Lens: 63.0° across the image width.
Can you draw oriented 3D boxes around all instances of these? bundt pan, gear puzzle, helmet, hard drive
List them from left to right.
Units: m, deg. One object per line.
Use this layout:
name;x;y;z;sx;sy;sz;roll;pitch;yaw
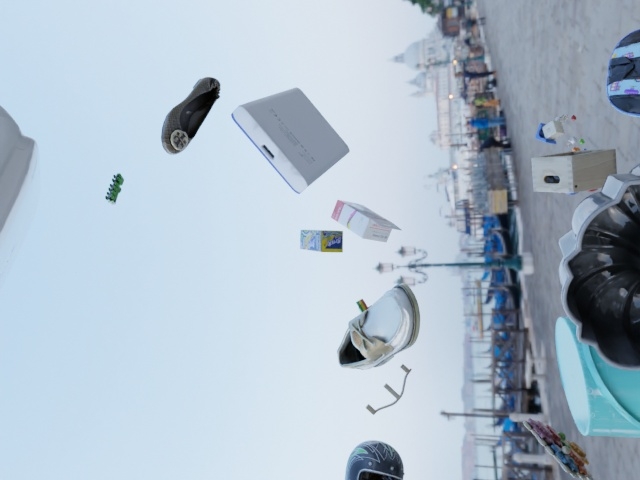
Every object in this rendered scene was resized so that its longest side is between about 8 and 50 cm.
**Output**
hard drive;-0.053;-0.238;1.181;0.210;0.040;0.319;49;-152;-5
helmet;0.150;0.633;1.434;0.162;0.169;0.169;-67;-17;1
gear puzzle;0.690;0.579;1.449;0.338;0.044;0.175;31;-166;-44
bundt pan;0.496;0.026;0.738;0.124;0.330;0.331;-70;-26;-67

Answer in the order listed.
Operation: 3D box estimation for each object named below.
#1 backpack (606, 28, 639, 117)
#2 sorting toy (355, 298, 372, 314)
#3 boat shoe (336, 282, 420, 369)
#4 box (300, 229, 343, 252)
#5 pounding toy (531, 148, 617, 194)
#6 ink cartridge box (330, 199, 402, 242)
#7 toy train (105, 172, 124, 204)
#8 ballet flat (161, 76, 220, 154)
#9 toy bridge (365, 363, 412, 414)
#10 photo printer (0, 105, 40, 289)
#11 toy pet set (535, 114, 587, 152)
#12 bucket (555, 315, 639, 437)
backpack;0.538;-0.248;0.796;0.116;0.173;0.159;11;-95;-56
sorting toy;0.178;0.278;1.654;0.132;0.046;0.275;59;176;29
boat shoe;0.116;0.200;1.099;0.302;0.103;0.113;108;143;-50
box;0.000;0.000;1.315;0.169;0.059;0.054;-173;85;-70
pounding toy;0.513;-0.129;1.067;0.141;0.130;0.100;-160;61;-71
ink cartridge box;0.139;-0.052;1.590;0.115;0.198;0.067;8;-70;-42
toy train;-0.400;-0.100;1.017;0.083;0.017;0.024;-95;-11;-45
ballet flat;-0.298;-0.301;1.236;0.084;0.058;0.250;67;-143;-46
toy bridge;0.226;0.476;1.645;0.188;0.063;0.026;-47;-10;-8
photo printer;-0.339;0.026;0.451;0.107;0.307;0.256;26;-106;-24
toy pet set;0.666;-0.288;1.458;0.065;0.114;0.122;-39;53;57
bucket;0.601;0.262;1.053;0.281;0.182;0.282;-9;-90;-78
